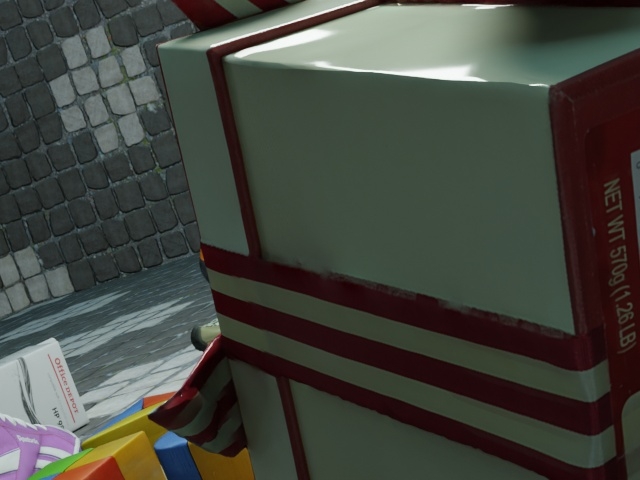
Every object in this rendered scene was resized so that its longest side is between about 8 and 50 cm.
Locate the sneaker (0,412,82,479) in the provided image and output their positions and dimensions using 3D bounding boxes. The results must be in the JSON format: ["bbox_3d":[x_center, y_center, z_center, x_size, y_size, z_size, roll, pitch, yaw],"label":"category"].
[{"bbox_3d":[-0.286,0.168,1.038,0.102,0.161,0.282,-21,4,4],"label":"sneaker"}]

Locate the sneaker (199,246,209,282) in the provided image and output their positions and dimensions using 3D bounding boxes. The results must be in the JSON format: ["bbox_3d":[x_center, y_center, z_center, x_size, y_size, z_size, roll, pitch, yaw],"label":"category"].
[{"bbox_3d":[-0.016,0.031,1.611,0.321,0.180,0.124,13,15,-22],"label":"sneaker"}]

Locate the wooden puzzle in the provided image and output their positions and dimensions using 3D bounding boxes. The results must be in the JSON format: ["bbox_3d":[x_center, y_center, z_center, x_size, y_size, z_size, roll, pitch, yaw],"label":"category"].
[{"bbox_3d":[-0.086,0.152,0.889,0.348,0.080,0.322,-17,6,23],"label":"wooden puzzle"}]

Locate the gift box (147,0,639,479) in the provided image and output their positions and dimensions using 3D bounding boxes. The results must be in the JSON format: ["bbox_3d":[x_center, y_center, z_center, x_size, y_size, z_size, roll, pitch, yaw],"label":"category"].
[{"bbox_3d":[0.074,-0.005,0.505,0.276,0.255,0.258,-18,20,-32],"label":"gift box"}]

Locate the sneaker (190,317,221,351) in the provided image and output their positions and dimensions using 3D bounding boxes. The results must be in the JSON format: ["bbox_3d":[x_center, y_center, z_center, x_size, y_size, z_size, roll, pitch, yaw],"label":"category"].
[{"bbox_3d":[0.000,0.000,1.461,0.410,0.182,0.158,-30,7,-26],"label":"sneaker"}]

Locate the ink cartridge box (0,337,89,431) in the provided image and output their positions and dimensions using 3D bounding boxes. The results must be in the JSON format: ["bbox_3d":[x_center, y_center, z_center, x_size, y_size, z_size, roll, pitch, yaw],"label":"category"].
[{"bbox_3d":[-0.331,0.180,1.342,0.060,0.104,0.180,-15,8,41],"label":"ink cartridge box"}]
